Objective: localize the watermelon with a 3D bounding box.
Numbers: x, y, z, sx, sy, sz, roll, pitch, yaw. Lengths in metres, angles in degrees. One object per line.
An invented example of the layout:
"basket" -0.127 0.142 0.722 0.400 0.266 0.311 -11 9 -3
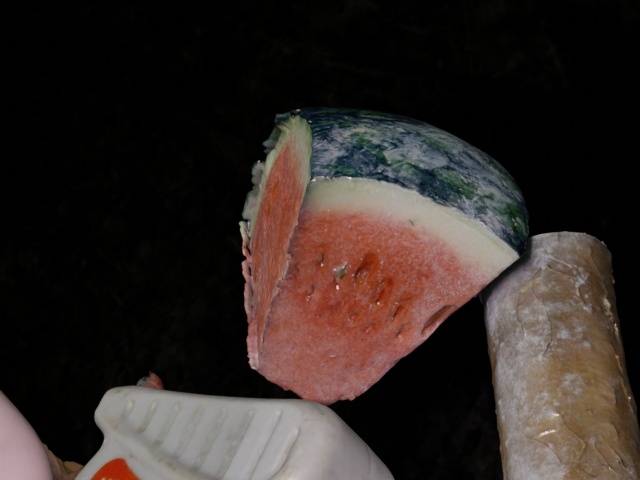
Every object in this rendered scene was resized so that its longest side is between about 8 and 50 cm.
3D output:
"watermelon" 0.000 0.000 1.038 0.318 0.148 0.226 -6 54 63

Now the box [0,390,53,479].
"box" -0.358 0.225 1.102 0.289 0.141 0.349 41 109 31

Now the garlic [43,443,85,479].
"garlic" -0.287 0.211 1.202 0.196 0.087 0.101 -9 37 38

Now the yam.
"yam" 0.155 0.111 0.910 0.093 0.093 0.259 -24 43 23

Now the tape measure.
"tape measure" -0.078 0.212 0.992 0.243 0.125 0.246 -3 51 44
